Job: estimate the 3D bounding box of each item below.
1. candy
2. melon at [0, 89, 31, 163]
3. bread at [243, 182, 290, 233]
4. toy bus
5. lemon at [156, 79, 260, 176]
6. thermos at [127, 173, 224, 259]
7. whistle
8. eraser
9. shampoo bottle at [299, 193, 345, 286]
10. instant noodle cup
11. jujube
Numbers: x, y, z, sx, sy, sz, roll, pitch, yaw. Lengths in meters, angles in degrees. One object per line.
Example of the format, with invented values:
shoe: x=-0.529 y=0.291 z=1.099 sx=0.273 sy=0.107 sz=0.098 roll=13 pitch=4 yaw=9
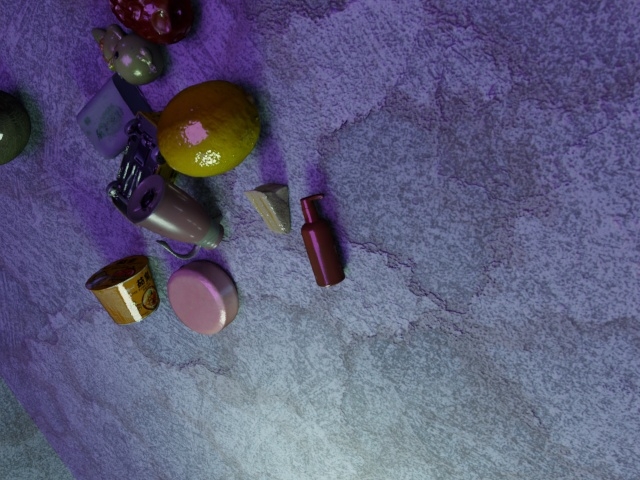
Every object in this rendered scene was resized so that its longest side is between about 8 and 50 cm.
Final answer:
candy: x=-0.386 y=0.181 z=1.573 sx=0.255 sy=0.094 sz=0.255 roll=12 pitch=117 yaw=24
melon: x=-1.125 y=-0.377 z=1.646 sx=0.302 sy=0.237 sz=0.237 roll=-29 pitch=96 yaw=37
bread: x=-0.141 y=-0.076 z=1.317 sx=0.077 sy=0.105 sz=0.152 roll=10 pitch=115 yaw=32
toy bus: x=-0.501 y=-0.209 z=1.430 sx=0.144 sy=0.152 sz=0.330 roll=41 pitch=123 yaw=14
lemon: x=-0.282 y=-0.279 z=1.229 sx=0.236 sy=0.236 sz=0.263 roll=52 pitch=132 yaw=0
thermos: x=-0.400 y=-0.049 z=1.380 sx=0.146 sy=0.265 sz=0.176 roll=31 pitch=85 yaw=42
whistle: x=-0.550 y=-0.511 z=1.333 sx=0.294 sy=0.141 sz=0.141 roll=22 pitch=120 yaw=20
eraser: x=-0.618 y=-0.368 z=1.466 sx=0.227 sy=0.081 sz=0.174 roll=-26 pitch=98 yaw=34
shampoo bottle: x=-0.002 y=0.001 z=1.289 sx=0.085 sy=0.085 sz=0.244 roll=-6 pitch=107 yaw=31
instant noodle cup: x=-0.659 y=0.174 z=1.663 sx=0.216 sy=0.216 sz=0.172 roll=-1 pitch=120 yaw=29
jujube: x=-0.430 y=-0.589 z=1.228 sx=0.230 sy=0.155 sz=0.155 roll=32 pitch=124 yaw=25
